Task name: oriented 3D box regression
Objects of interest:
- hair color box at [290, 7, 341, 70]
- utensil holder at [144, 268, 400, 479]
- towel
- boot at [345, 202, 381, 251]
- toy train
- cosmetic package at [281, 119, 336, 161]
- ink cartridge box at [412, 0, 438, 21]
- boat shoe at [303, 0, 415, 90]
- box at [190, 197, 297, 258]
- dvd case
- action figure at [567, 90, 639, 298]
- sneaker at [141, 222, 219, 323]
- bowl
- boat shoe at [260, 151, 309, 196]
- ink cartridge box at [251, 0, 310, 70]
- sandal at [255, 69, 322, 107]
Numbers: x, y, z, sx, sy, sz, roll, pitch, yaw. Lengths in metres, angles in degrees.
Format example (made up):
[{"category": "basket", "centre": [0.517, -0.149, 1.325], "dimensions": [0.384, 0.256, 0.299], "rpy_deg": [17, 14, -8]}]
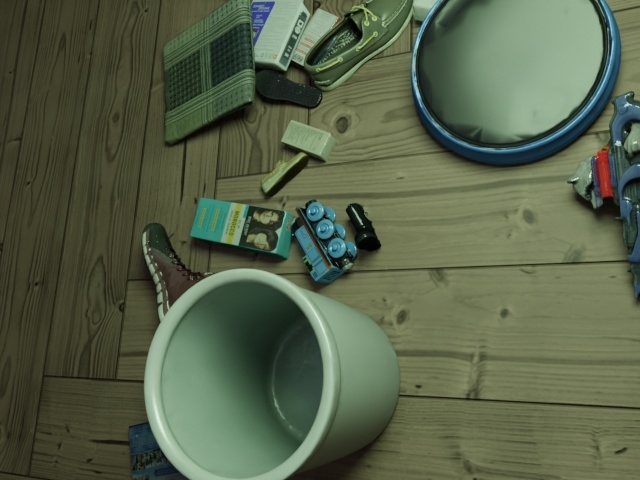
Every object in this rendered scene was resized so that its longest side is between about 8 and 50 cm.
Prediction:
[{"category": "hair color box", "centre": [-0.012, -0.478, 1.347], "dimensions": [0.072, 0.043, 0.141], "rpy_deg": [36, 93, 28]}, {"category": "utensil holder", "centre": [-0.055, 0.245, 0.990], "dimensions": [0.327, 0.385, 0.328], "rpy_deg": [-7, 73, 23]}, {"category": "towel", "centre": [-0.287, -0.431, 1.433], "dimensions": [0.324, 0.056, 0.312], "rpy_deg": [-15, 73, 35]}, {"category": "boot", "centre": [0.082, -0.032, 1.151], "dimensions": [0.045, 0.121, 0.099], "rpy_deg": [-29, 73, 13]}, {"category": "toy train", "centre": [0.000, 0.000, 1.202], "dimensions": [0.105, 0.080, 0.184], "rpy_deg": [-39, 65, 18]}, {"category": "cosmetic package", "centre": [-0.027, -0.231, 1.292], "dimensions": [0.115, 0.041, 0.060], "rpy_deg": [26, 88, 27]}, {"category": "ink cartridge box", "centre": [0.334, -0.538, 1.193], "dimensions": [0.224, 0.056, 0.181], "rpy_deg": [23, 80, 22]}, {"category": "boat shoe", "centre": [0.089, -0.473, 1.272], "dimensions": [0.305, 0.091, 0.109], "rpy_deg": [-42, 64, 10]}, {"category": "box", "centre": [-0.180, -0.030, 1.300], "dimensions": [0.244, 0.060, 0.101], "rpy_deg": [10, 81, 26]}, {"category": "dvd case", "centre": [-0.345, 0.530, 1.255], "dimensions": [0.180, 0.022, 0.253], "rpy_deg": [-18, 70, 19]}, {"category": "action figure", "centre": [0.596, -0.081, 0.939], "dimensions": [0.330, 0.178, 0.342], "rpy_deg": [4, 106, 32]}, {"category": "sneaker", "centre": [-0.312, 0.072, 1.323], "dimensions": [0.162, 0.106, 0.282], "rpy_deg": [-20, 79, 13]}, {"category": "bowl", "centre": [0.360, -0.345, 1.079], "dimensions": [0.391, 0.077, 0.391], "rpy_deg": [0, 89, 24]}, {"category": "boat shoe", "centre": [-0.087, -0.162, 1.297], "dimensions": [0.135, 0.050, 0.045], "rpy_deg": [-40, 70, 10]}, {"category": "ink cartridge box", "centre": [-0.122, -0.527, 1.382], "dimensions": [0.206, 0.045, 0.208], "rpy_deg": [22, 89, 43]}, {"category": "sandal", "centre": [-0.077, -0.360, 1.355], "dimensions": [0.179, 0.040, 0.067], "rpy_deg": [23, 92, 13]}]
